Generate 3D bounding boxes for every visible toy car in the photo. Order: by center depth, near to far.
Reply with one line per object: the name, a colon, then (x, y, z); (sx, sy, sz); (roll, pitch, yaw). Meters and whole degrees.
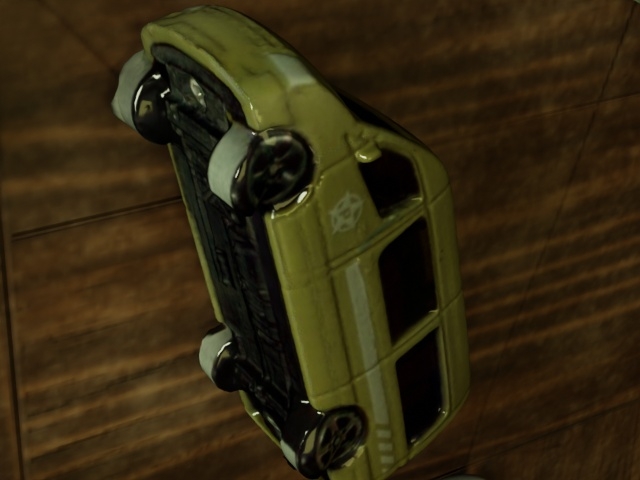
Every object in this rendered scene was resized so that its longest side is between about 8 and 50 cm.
toy car: (0.000, 0.000, 0.580); (0.124, 0.101, 0.256); (-31, 133, -23)

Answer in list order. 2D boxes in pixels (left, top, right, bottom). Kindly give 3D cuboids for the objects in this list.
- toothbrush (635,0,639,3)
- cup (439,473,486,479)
toothbrush: (0.122, -0.138, 0.632); (0.294, 0.026, 0.028); (12, 125, -40)
cup: (0.100, 0.247, 0.795); (0.142, 0.173, 0.134); (-45, 173, -45)
